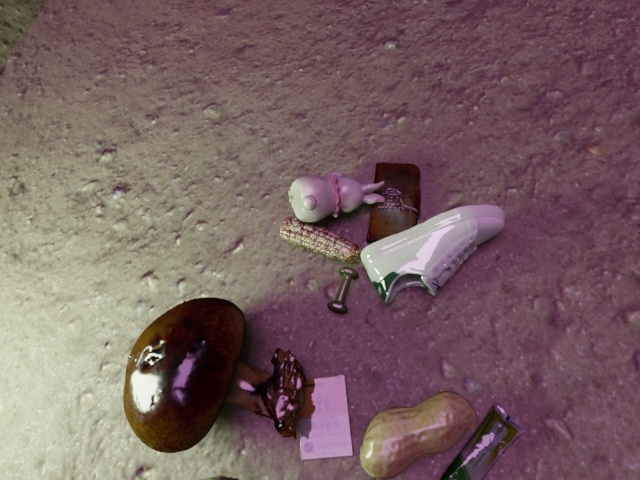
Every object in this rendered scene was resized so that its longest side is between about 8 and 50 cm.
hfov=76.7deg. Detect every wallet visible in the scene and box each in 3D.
[{"bbox_3d":[0.206,-0.108,1.114,0.137,0.031,0.255,2,64,16],"label":"wallet"}]

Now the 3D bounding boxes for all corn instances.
[{"bbox_3d":[0.000,0.000,1.084,0.237,0.079,0.079,22,72,22],"label":"corn"}]

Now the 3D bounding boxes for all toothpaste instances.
[{"bbox_3d":[0.312,0.448,0.819,0.078,0.046,0.248,41,77,22],"label":"toothpaste"}]

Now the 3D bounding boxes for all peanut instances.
[{"bbox_3d":[0.194,0.390,0.833,0.257,0.123,0.123,-27,62,-4],"label":"peanut"}]

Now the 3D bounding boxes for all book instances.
[{"bbox_3d":[0.008,0.402,0.926,0.118,0.012,0.172,-9,63,8],"label":"book"}]

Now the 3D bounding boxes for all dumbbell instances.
[{"bbox_3d":[0.057,0.126,1.028,0.052,0.046,0.117,15,69,13],"label":"dumbbell"}]

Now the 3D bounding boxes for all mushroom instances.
[{"bbox_3d":[-0.251,0.294,0.939,0.334,0.357,0.330,-27,62,47],"label":"mushroom"}]

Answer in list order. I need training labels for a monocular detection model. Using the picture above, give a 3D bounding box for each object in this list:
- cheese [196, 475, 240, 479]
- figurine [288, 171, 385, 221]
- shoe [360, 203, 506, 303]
[{"bbox_3d":[-0.162,0.584,0.705,0.115,0.326,0.317,-26,98,-1],"label":"cheese"},{"bbox_3d":[0.044,-0.124,1.102,0.236,0.155,0.127,-9,94,-19],"label":"figurine"},{"bbox_3d":[0.288,0.040,0.973,0.363,0.131,0.160,-20,61,8],"label":"shoe"}]
